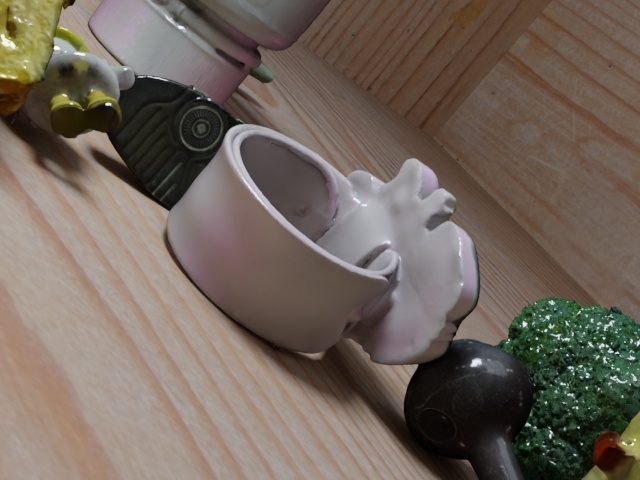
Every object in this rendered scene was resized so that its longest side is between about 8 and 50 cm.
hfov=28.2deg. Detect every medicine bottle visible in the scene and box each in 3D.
[{"bbox_3d":[-0.126,-0.348,1.674,0.256,0.325,0.256,40,11,-10],"label":"medicine bottle"}]

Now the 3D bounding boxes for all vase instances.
[{"bbox_3d":[0.148,0.179,1.135,0.120,0.120,0.183,29,30,-45],"label":"vase"}]

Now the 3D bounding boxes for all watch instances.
[{"bbox_3d":[0.000,0.000,1.141,0.231,0.196,0.244,24,26,-38],"label":"watch"}]

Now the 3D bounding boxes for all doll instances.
[{"bbox_3d":[-0.233,-0.142,1.140,0.129,0.081,0.207,-11,25,-19],"label":"doll"}]

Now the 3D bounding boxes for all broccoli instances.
[{"bbox_3d":[0.287,0.183,1.315,0.270,0.270,0.270,44,-18,16],"label":"broccoli"}]

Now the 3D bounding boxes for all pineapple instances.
[{"bbox_3d":[-0.257,-0.196,1.019,0.114,0.186,0.236,35,19,-22],"label":"pineapple"}]

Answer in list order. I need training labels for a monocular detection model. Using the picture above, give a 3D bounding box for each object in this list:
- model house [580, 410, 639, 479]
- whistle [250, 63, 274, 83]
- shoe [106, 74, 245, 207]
[{"bbox_3d":[0.273,0.260,1.004,0.254,0.196,0.160,35,12,-19],"label":"model house"},{"bbox_3d":[-0.168,-0.314,1.983,0.253,0.106,0.101,31,31,-37],"label":"whistle"},{"bbox_3d":[-0.114,-0.083,1.297,0.293,0.109,0.149,33,5,-31],"label":"shoe"}]
